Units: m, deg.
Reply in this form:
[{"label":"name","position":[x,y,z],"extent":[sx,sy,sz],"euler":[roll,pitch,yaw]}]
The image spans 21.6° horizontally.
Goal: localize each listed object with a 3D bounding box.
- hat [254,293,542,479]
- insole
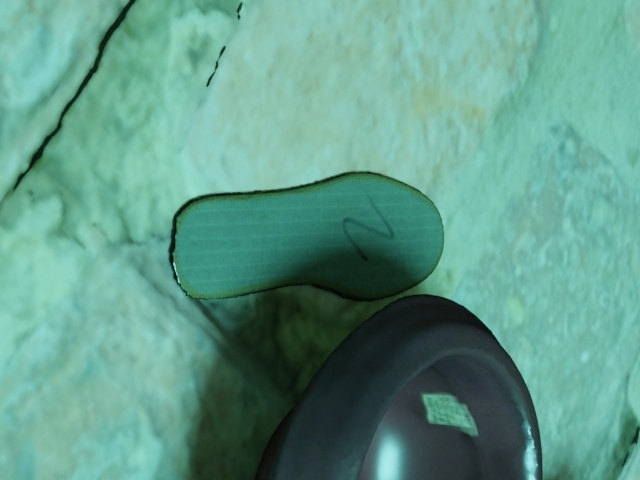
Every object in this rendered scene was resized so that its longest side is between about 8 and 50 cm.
[{"label":"hat","position":[0.025,0.125,0.770],"extent":[0.205,0.089,0.205],"euler":[-5,96,-51]},{"label":"insole","position":[0.000,0.000,0.792],"extent":[0.188,0.004,0.064],"euler":[-4,95,-47]}]
